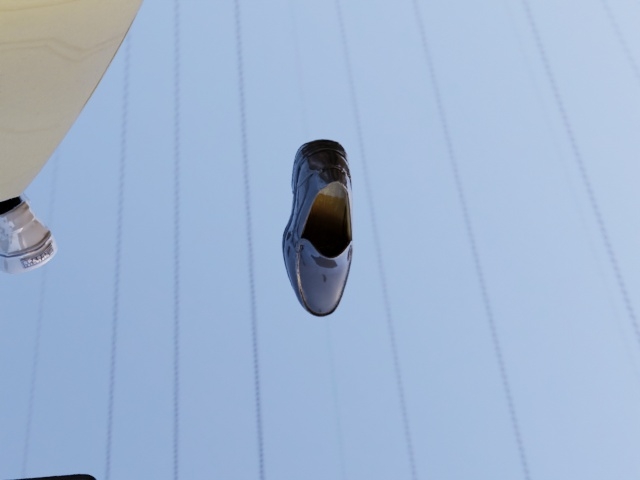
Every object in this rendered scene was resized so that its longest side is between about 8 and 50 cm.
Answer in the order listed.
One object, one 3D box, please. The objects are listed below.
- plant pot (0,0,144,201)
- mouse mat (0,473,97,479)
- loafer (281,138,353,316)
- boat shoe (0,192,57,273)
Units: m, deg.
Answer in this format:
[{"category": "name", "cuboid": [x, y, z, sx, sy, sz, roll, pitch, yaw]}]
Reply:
[{"category": "plant pot", "cuboid": [-0.255, -0.124, 0.848, 0.212, 0.187, 0.212, 32, -149, 22]}, {"category": "mouse mat", "cuboid": [-0.267, 0.310, 1.282, 0.152, 0.190, 0.007, -5, -177, 1]}, {"category": "loafer", "cuboid": [0.000, 0.000, 1.214, 0.062, 0.170, 0.061, -7, -147, -7]}, {"category": "boat shoe", "cuboid": [-0.398, -0.041, 1.641, 0.096, 0.088, 0.267, -30, -147, -21]}]
